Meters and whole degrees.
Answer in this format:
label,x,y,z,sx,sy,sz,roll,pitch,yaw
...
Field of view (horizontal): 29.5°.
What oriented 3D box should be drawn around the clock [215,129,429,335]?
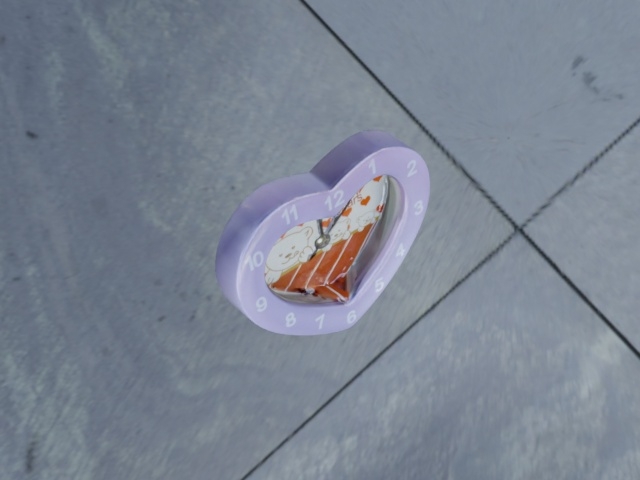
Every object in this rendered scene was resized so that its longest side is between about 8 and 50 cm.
label,x,y,z,sx,sy,sz,roll,pitch,yaw
clock,0.000,0.000,1.010,0.198,0.172,0.064,-31,47,-21
